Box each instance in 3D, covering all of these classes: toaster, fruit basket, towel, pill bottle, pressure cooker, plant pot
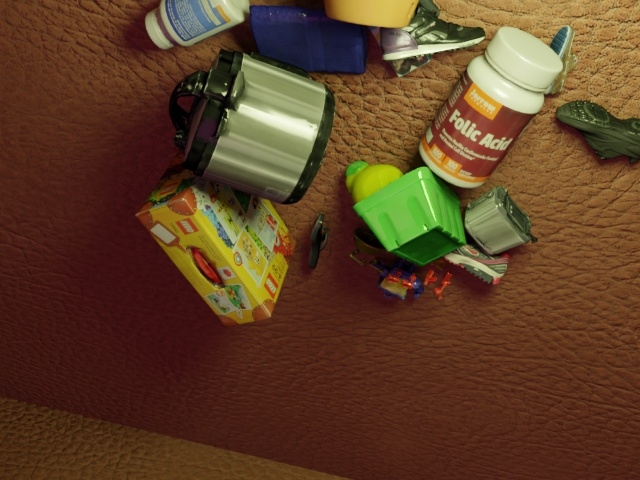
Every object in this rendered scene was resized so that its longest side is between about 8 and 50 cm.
[{"bbox_3d":[0.552,-0.052,2.010,0.146,0.129,0.227,-29,118,37],"label":"toaster"},{"bbox_3d":[0.241,-0.124,1.957,0.283,0.392,0.392,-29,116,20],"label":"fruit basket"},{"bbox_3d":[-0.027,-0.555,1.768,0.309,0.076,0.227,5,154,9],"label":"towel"},{"bbox_3d":[-0.345,-0.629,1.786,0.272,0.152,0.152,-14,123,25],"label":"pill bottle"},{"bbox_3d":[-0.207,-0.321,1.781,0.421,0.375,0.369,17,122,-15],"label":"pressure cooker"},{"bbox_3d":[0.449,-0.349,1.733,0.224,0.224,0.392,25,130,-5],"label":"pill bottle"},{"bbox_3d":[0.122,-0.614,1.505,0.291,0.291,0.203,11,114,8],"label":"plant pot"}]

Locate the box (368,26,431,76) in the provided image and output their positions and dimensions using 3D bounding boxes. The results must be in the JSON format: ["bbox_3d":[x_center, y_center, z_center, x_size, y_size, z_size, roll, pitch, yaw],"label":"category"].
[{"bbox_3d":[0.195,-0.570,1.736,0.101,0.060,0.244,-23,119,30],"label":"box"}]

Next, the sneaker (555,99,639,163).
[{"bbox_3d":[0.773,-0.287,1.773,0.286,0.109,0.130,21,137,1],"label":"sneaker"}]

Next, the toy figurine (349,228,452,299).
[{"bbox_3d":[0.237,0.133,2.217,0.363,0.191,0.217,23,135,-1],"label":"toy figurine"}]

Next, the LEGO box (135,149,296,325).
[{"bbox_3d":[-0.313,-0.034,2.096,0.193,0.372,0.500,-15,126,26],"label":"LEGO box"}]

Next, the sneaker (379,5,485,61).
[{"bbox_3d":[0.291,-0.543,1.663,0.284,0.107,0.124,-13,106,-11],"label":"sneaker"}]

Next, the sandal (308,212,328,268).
[{"bbox_3d":[0.000,0.000,2.237,0.055,0.097,0.254,14,141,6],"label":"sandal"}]

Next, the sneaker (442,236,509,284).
[{"bbox_3d":[0.472,0.029,2.120,0.299,0.121,0.112,27,101,-5],"label":"sneaker"}]

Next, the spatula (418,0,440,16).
[{"bbox_3d":[0.207,-0.684,1.655,0.084,0.030,0.296,-34,110,32],"label":"spatula"}]

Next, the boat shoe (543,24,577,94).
[{"bbox_3d":[0.631,-0.470,1.695,0.066,0.066,0.183,4,128,-10],"label":"boat shoe"}]
